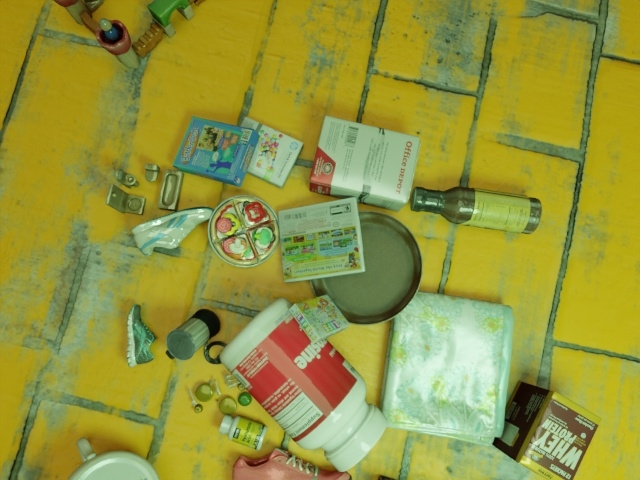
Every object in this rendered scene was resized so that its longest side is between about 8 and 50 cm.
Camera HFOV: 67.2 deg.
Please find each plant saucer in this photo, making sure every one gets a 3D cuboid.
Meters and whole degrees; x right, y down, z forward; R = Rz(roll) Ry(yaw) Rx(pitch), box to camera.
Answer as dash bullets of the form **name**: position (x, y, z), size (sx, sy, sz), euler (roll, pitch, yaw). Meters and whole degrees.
- **plant saucer**: position (0.121, 0.074, 1.306), size (0.311, 0.050, 0.310), euler (-3, 79, 15)

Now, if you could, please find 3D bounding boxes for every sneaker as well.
- **sneaker**: position (-0.078, 0.595, 1.223), size (0.314, 0.116, 0.136), euler (-5, 80, -2)
- **sneaker**: position (-0.398, -0.032, 1.333), size (0.229, 0.087, 0.092), euler (-20, 99, -3)
- **sneaker**: position (-0.481, 0.254, 1.300), size (0.076, 0.065, 0.166), euler (-1, 84, -18)

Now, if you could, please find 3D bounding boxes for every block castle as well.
- **block castle**: position (-0.514, -0.755, 1.368), size (0.303, 0.213, 0.453), euler (43, 83, 5)

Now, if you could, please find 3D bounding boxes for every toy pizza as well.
- **toy pizza**: position (-0.207, -0.027, 1.329), size (0.201, 0.032, 0.201), euler (1, 85, -17)

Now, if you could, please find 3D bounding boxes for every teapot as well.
- **teapot**: position (-0.520, 0.642, 1.178), size (0.252, 0.187, 0.256), euler (24, 54, -16)

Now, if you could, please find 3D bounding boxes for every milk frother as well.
- **milk frother**: position (-0.312, 0.274, 1.254), size (0.143, 0.135, 0.129), euler (32, 113, 6)

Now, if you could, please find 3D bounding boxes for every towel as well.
- **towel**: position (0.335, 0.333, 1.286), size (0.321, 0.090, 0.374), euler (9, 81, -1)

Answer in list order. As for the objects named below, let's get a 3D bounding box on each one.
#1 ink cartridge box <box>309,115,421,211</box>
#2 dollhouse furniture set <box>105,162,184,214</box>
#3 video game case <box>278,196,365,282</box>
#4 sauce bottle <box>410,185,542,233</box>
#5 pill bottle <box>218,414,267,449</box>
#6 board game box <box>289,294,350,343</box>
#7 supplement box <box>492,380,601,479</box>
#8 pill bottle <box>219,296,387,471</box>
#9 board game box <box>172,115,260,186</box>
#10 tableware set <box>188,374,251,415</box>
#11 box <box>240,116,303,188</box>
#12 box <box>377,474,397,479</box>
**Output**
- **ink cartridge box**: position (0.122, -0.211, 1.350), size (0.273, 0.114, 0.197), euler (13, 80, 1)
- **dollhouse furniture set**: position (-0.476, -0.145, 1.320), size (0.151, 0.123, 0.144), euler (9, 81, 0)
- **video game case**: position (0.000, 0.000, 1.319), size (0.227, 0.026, 0.206), euler (-9, 76, 13)
- **sauce bottle**: position (0.427, -0.093, 1.344), size (0.344, 0.111, 0.111), euler (10, 81, 1)
- **pill bottle**: position (-0.202, 0.498, 1.259), size (0.116, 0.065, 0.065), euler (19, 81, 2)
- **board game box**: position (0.001, 0.194, 1.212), size (0.026, 0.154, 0.103), euler (-47, 70, 25)
- **supplement box**: position (0.557, 0.481, 1.215), size (0.129, 0.194, 0.191), euler (30, 82, 3)
- **pill bottle**: position (-0.037, 0.358, 1.202), size (0.229, 0.229, 0.407), euler (-44, 85, -7)
- **board game box**: position (-0.292, -0.251, 1.349), size (0.210, 0.047, 0.160), euler (17, 81, 20)
- **tableware set**: position (-0.268, 0.420, 1.292), size (0.154, 0.024, 0.104), euler (-19, 86, -5)
- **box**: position (-0.163, -0.252, 1.388), size (0.186, 0.038, 0.145), euler (26, 82, 1)
- **box**: position (0.227, 0.714, 1.185), size (0.203, 0.167, 0.168), euler (17, 81, 1)
